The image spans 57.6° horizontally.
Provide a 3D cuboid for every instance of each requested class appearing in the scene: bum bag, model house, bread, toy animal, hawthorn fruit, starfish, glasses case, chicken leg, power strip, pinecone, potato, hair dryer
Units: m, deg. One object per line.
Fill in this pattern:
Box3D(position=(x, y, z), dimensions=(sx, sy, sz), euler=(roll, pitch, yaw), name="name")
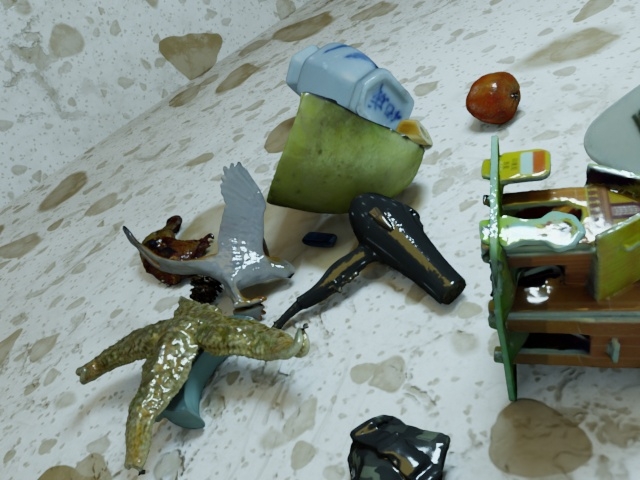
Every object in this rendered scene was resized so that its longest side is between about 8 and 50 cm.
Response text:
Box3D(position=(0.069, 0.333, 0.647), dimensions=(0.144, 0.095, 0.340), euler=(-16, 26, 26), name="bum bag")
Box3D(position=(0.375, -0.008, 0.716), dimensions=(0.323, 0.300, 0.340), euler=(-2, 45, 20), name="model house")
Box3D(position=(0.231, -0.259, 1.401), dimensions=(0.103, 0.049, 0.062), euler=(12, 78, 45), name="bread")
Box3D(position=(-0.217, 0.035, 1.167), dimensions=(0.284, 0.225, 0.302), euler=(-21, 55, -17), name="toy animal")
Box3D(position=(0.388, -0.318, 1.310), dimensions=(0.128, 0.128, 0.128), euler=(-20, 33, 14), name="hawthorn fruit")
Box3D(position=(-0.246, 0.206, 0.991), dimensions=(0.324, 0.082, 0.432), euler=(-40, 34, -25), name="starfish")
Box3D(position=(0.000, 0.000, 1.240), dimensions=(0.083, 0.023, 0.033), euler=(6, 40, 41), name="glasses case")
Box3D(position=(-0.369, 0.015, 1.470), dimensions=(0.177, 0.083, 0.322), euler=(-34, 32, -25), name="chicken leg")
Box3D(position=(-0.220, 0.238, 1.045), dimensions=(0.167, 0.054, 0.253), euler=(-3, 39, 39), name="power strip")
Box3D(position=(-0.245, 0.099, 1.252), dimensions=(0.077, 0.077, 0.083), euler=(5, 77, 42), name="pinecone")
Box3D(position=(0.052, -0.135, 1.215), dimensions=(0.330, 0.280, 0.213), euler=(180, 108, -85), name="potato")
Box3D(position=(0.056, 0.086, 1.043), dimensions=(0.359, 0.120, 0.304), euler=(-39, 46, 2), name="hair dryer")

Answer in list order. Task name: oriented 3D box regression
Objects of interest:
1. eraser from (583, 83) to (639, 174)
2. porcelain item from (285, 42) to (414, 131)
Box3D(position=(0.577, -0.171, 0.798), dimensions=(0.331, 0.150, 0.331), euler=(-40, 35, 37), name="eraser")
Box3D(position=(0.068, -0.402, 1.569), dimensions=(0.178, 0.242, 0.405), euler=(-52, 37, 4), name="porcelain item")
